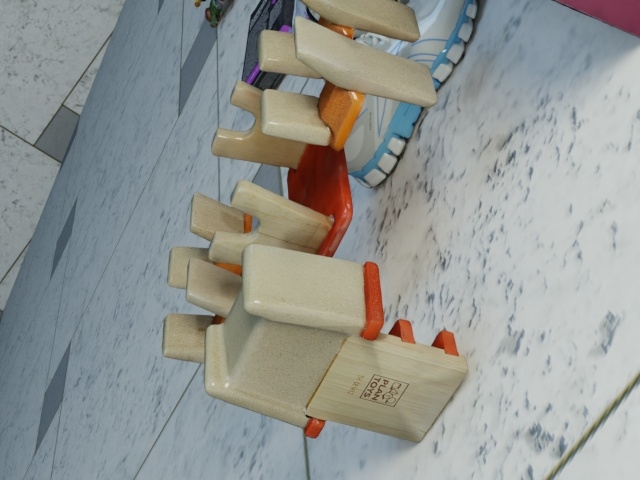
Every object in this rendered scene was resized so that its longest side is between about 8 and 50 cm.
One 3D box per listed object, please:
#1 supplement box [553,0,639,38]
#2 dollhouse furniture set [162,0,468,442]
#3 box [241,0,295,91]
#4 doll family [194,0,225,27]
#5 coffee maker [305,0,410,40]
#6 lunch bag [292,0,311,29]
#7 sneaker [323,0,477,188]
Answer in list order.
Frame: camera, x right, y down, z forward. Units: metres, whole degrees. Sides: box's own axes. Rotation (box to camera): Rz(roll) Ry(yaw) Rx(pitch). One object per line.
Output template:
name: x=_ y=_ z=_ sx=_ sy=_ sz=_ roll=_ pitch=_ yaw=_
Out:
supplement box: x=0.124 y=-0.200 z=0.602 sx=0.104 sy=0.080 sz=0.188 roll=-62 pitch=34 yaw=20
dollhouse furniture set: x=0.000 y=0.000 z=0.713 sx=0.259 sy=0.135 sz=0.262 roll=-96 pitch=27 yaw=-50
box: x=-0.052 y=-0.239 z=1.252 sx=0.116 sy=0.029 sz=0.162 roll=-49 pitch=30 yaw=45
doll family: x=-0.157 y=-0.411 z=1.646 sx=0.111 sy=0.076 sz=0.193 roll=-40 pitch=30 yaw=63
coffee maker: x=0.056 y=-0.263 z=0.845 sx=0.171 sy=0.120 sz=0.178 roll=-61 pitch=-2 yaw=-46
lunch bag: x=0.008 y=-0.249 z=1.065 sx=0.071 sy=0.053 sz=0.083 roll=141 pitch=134 yaw=-60
sneaker: x=0.046 y=-0.131 z=0.805 sx=0.191 sy=0.082 sz=0.071 roll=-62 pitch=19 yaw=20
